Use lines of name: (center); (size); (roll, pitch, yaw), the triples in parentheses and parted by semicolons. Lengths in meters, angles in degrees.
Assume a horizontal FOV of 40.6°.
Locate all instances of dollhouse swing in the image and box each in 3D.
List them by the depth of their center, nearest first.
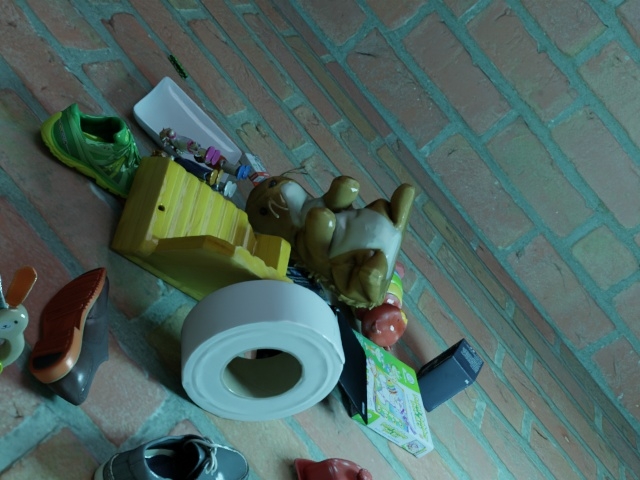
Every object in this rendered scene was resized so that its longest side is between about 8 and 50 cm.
dollhouse swing: (-0.160, -0.011, 1.673); (0.347, 0.305, 0.315); (36, 50, -34)

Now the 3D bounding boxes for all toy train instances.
toy train: (-0.386, -0.474, 2.367); (0.083, 0.017, 0.023); (55, 12, 9)

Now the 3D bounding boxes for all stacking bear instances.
stacking bear: (0.149, 0.152, 2.246); (0.289, 0.164, 0.175); (-98, 168, -49)

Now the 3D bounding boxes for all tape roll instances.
tape roll: (-0.105, 0.200, 1.539); (0.286, 0.286, 0.100); (35, 29, -34)

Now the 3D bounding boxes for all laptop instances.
laptop: (-0.012, 0.258, 1.911); (0.264, 0.137, 0.234); (10, 33, -4)

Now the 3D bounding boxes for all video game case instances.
video game case: (-0.040, 0.139, 2.096); (0.190, 0.022, 0.173); (12, 45, -56)

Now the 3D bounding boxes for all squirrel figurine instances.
squirrel figurine: (0.000, 0.000, 2.060); (0.370, 0.397, 0.281); (18, 65, 9)

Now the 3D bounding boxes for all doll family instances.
doll family: (-0.282, -0.158, 1.891); (0.163, 0.118, 0.263); (22, -2, 20)

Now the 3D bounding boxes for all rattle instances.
rattle: (-0.431, 0.144, 1.122); (0.130, 0.199, 0.143); (37, 27, -30)

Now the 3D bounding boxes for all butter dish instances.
butter dish: (0.048, 0.472, 1.638); (0.160, 0.118, 0.160); (29, 31, -44)

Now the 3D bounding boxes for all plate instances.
plate: (-0.327, -0.253, 2.112); (0.278, 0.045, 0.277); (46, 24, -15)

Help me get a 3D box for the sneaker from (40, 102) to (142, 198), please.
sneaker: (-0.411, -0.174, 1.733); (0.295, 0.123, 0.109); (29, 31, -44)

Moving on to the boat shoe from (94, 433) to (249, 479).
boat shoe: (-0.203, 0.361, 1.357); (0.319, 0.099, 0.116); (16, 41, -54)

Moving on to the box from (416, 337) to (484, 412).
box: (0.336, 0.356, 2.301); (0.093, 0.156, 0.158); (52, 23, 3)

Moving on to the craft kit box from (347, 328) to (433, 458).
craft kit box: (0.155, 0.367, 2.082); (0.246, 0.061, 0.250); (39, 26, -34)

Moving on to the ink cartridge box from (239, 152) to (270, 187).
ink cartridge box: (-0.167, -0.179, 2.320); (0.115, 0.029, 0.063); (58, 23, 15)

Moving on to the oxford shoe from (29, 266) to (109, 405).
oxford shoe: (-0.383, 0.147, 1.380); (0.271, 0.096, 0.098); (-84, 151, -54)
